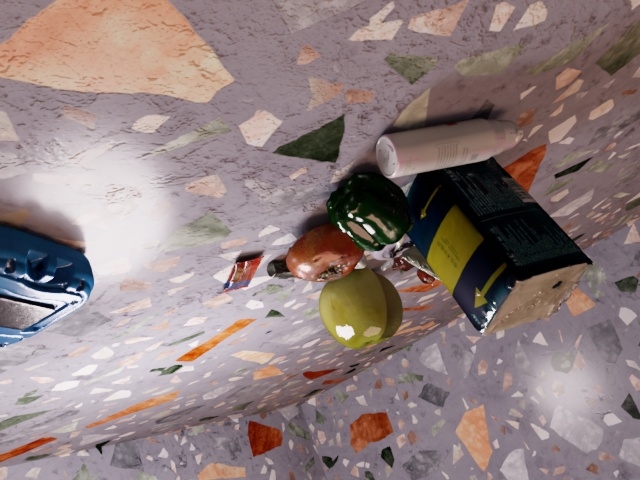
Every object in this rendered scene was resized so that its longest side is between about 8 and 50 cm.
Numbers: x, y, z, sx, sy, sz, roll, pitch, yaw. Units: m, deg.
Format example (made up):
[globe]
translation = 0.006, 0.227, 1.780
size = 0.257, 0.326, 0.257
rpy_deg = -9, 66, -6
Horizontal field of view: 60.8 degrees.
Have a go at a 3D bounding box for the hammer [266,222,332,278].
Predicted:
[hammer]
translation = 0.000, 0.000, 1.518
size = 0.111, 0.043, 0.365
rpy_deg = 8, 141, -48

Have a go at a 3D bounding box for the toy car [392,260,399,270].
[toy car]
translation = 0.277, 0.065, 1.916
size = 0.059, 0.035, 0.122
rpy_deg = -16, 158, -6

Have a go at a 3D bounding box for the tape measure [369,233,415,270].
[tape measure]
translation = 0.227, -0.002, 1.639
size = 0.178, 0.105, 0.196
rpy_deg = -24, 158, 4

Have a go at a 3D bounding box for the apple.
[apple]
translation = 0.142, 0.236, 1.888
size = 0.292, 0.254, 0.292
rpy_deg = -15, 157, -6

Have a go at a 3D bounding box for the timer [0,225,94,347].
[timer]
translation = -0.640, 0.103, 1.063
size = 0.309, 0.115, 0.340
rpy_deg = -31, 155, 10

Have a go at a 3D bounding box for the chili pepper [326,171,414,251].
[chili pepper]
translation = 0.143, -0.058, 1.335
size = 0.261, 0.165, 0.174
rpy_deg = 30, 115, -33

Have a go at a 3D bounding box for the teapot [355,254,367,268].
[teapot]
translation = 0.110, 0.062, 1.738
size = 0.064, 0.064, 0.083
rpy_deg = -26, -171, 26

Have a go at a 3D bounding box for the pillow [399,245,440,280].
[pillow]
translation = 0.345, 0.069, 1.547
size = 0.128, 0.229, 0.051
rpy_deg = -24, 128, -34

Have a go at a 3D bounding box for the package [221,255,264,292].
[package]
translation = -0.222, 0.098, 1.546
size = 0.083, 0.022, 0.200
rpy_deg = -9, 154, -28

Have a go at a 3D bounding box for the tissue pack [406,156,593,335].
[tissue pack]
translation = 0.425, 0.003, 1.383
size = 0.264, 0.416, 0.253
rpy_deg = -12, 138, -24

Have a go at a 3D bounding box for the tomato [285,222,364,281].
[tomato]
translation = 0.028, 0.045, 1.483
size = 0.236, 0.095, 0.237
rpy_deg = -21, 155, -10

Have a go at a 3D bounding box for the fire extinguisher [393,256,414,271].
[fire extinguisher]
translation = 0.361, -0.001, 1.764
size = 0.269, 0.105, 0.105
rpy_deg = -36, 154, 25

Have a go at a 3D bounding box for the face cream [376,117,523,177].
[face cream]
translation = 0.298, -0.218, 1.243
size = 0.345, 0.102, 0.102
rpy_deg = -13, 155, -22

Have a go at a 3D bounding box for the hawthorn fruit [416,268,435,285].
[hawthorn fruit]
translation = 0.417, 0.135, 2.149
size = 0.077, 0.077, 0.077
rpy_deg = -19, 157, -9
